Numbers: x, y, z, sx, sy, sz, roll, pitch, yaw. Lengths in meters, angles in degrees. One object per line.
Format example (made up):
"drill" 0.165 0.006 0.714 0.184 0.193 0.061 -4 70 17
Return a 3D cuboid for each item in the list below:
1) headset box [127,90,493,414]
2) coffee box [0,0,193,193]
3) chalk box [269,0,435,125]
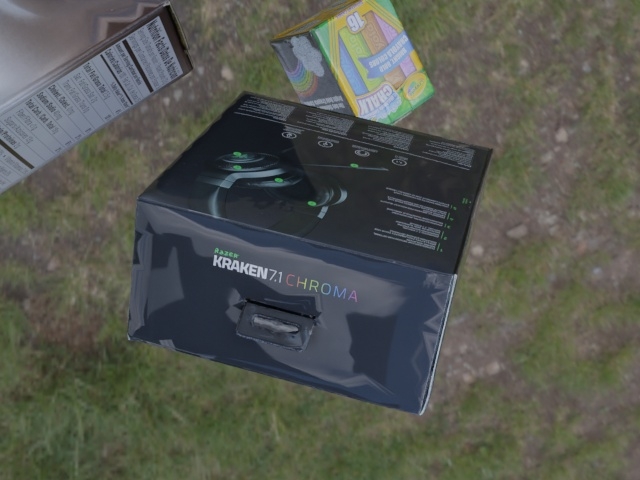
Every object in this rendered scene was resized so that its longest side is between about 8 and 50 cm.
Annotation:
"headset box" 0.000 0.000 0.892 0.246 0.283 0.131 14 118 7
"coffee box" -0.204 -0.085 0.511 0.247 0.141 0.098 -34 172 -5
"chalk box" 0.054 -0.213 1.443 0.132 0.132 0.213 -36 109 -22
